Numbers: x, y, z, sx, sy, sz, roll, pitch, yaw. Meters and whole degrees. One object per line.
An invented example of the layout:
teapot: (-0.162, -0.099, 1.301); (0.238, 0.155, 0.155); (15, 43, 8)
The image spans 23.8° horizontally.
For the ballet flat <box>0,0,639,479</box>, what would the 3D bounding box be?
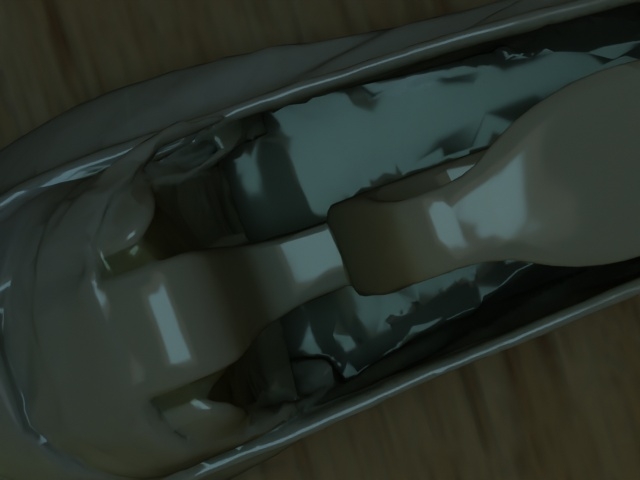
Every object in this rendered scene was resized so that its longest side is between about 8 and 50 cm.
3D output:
ballet flat: (0.000, 0.000, 0.462); (0.400, 0.139, 0.139); (-21, 93, 5)
